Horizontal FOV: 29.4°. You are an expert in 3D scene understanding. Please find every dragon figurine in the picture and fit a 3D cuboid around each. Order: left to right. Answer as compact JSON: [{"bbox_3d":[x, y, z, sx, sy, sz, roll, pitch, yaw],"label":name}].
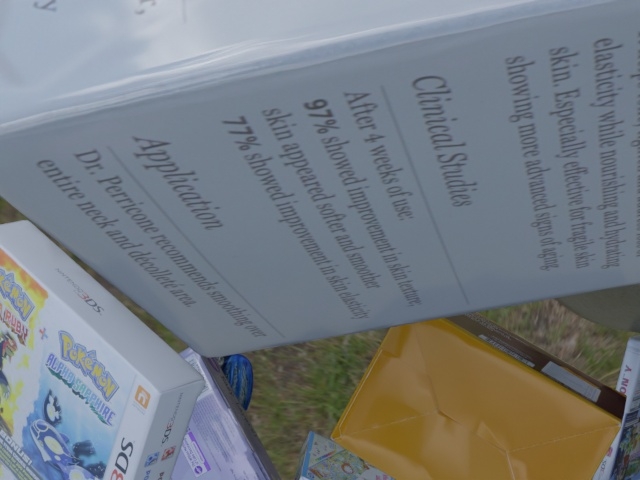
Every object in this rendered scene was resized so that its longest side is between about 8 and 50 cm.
[{"bbox_3d":[-0.144,0.206,1.716,0.085,0.144,0.289,5,62,-12],"label":"dragon figurine"}]

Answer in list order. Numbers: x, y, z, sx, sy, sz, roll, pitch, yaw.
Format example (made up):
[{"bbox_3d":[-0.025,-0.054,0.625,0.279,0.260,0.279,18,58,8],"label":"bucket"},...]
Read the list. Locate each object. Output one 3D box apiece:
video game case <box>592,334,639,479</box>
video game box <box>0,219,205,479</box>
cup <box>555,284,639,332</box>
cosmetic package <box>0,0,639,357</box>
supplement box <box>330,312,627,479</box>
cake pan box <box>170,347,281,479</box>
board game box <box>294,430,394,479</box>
[{"bbox_3d":[0.372,0.185,1.366,0.023,0.201,0.183,20,105,34],"label":"video game case"},{"bbox_3d":[-0.183,0.116,0.862,0.205,0.048,0.187,36,119,30],"label":"video game box"},{"bbox_3d":[0.370,-0.056,1.151,0.331,0.237,0.331,-1,96,-13],"label":"cup"},{"bbox_3d":[0.059,-0.160,0.630,0.394,0.329,0.327,-10,67,10],"label":"cosmetic package"},{"bbox_3d":[0.140,0.147,1.024,0.191,0.194,0.129,30,97,14],"label":"supplement box"},{"bbox_3d":[-0.194,0.296,1.546,0.246,0.070,0.267,-33,76,5],"label":"cake pan box"},{"bbox_3d":[0.026,0.253,1.270,0.103,0.154,0.026,25,98,0],"label":"board game box"}]
